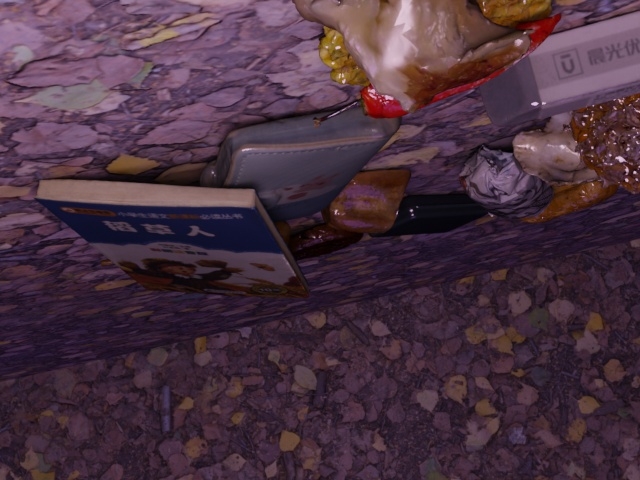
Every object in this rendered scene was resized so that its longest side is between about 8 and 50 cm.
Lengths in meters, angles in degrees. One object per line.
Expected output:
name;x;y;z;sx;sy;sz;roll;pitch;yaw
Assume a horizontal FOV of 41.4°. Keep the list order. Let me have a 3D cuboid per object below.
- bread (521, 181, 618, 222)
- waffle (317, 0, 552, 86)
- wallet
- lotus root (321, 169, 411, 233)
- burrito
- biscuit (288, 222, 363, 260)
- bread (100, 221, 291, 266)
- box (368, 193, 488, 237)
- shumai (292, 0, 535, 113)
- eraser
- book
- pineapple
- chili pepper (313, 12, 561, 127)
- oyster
bread;0.518;-0.097;1.794;0.114;0.083;0.211;-7;170;-44
waffle;0.119;-0.211;0.853;0.244;0.058;0.238;-15;169;4
wallet;-0.051;-0.090;1.202;0.252;0.083;0.360;-14;169;-18
lotus root;0.067;-0.060;1.452;0.135;0.095;0.159;-3;159;-28
burrito;0.327;-0.100;1.517;0.139;0.101;0.445;-5;175;22
biscuit;0.000;0.000;1.781;0.192;0.049;0.192;-18;173;-2
bread;-0.222;0.020;1.537;0.344;0.083;0.124;-11;168;-8
box;0.224;-0.052;1.755;0.230;0.050;0.160;-4;167;-35
shumai;0.062;-0.189;0.600;0.167;0.175;0.206;-8;164;-23
eraser;0.365;-0.219;1.003;0.352;0.089;0.061;-15;172;7
book;-0.193;0.010;1.268;0.300;0.039;0.428;3;161;11
pineapple;0.420;-0.144;1.128;0.225;0.224;0.076;-25;-166;47
chili pepper;0.117;-0.162;0.847;0.268;0.050;0.059;-19;166;7
oyster;0.454;-0.167;1.255;0.110;0.166;0.341;3;149;-48
